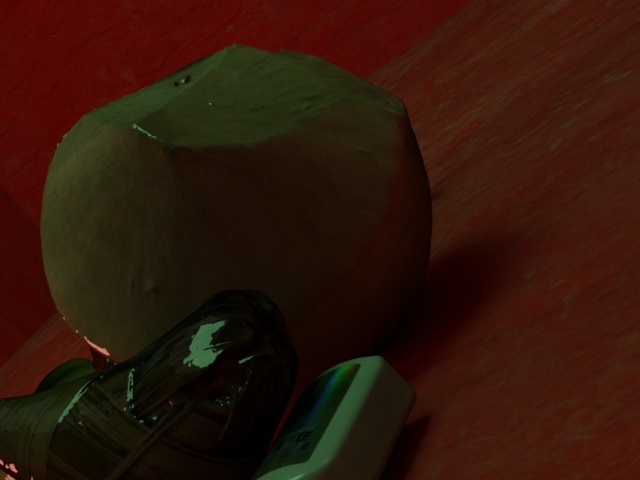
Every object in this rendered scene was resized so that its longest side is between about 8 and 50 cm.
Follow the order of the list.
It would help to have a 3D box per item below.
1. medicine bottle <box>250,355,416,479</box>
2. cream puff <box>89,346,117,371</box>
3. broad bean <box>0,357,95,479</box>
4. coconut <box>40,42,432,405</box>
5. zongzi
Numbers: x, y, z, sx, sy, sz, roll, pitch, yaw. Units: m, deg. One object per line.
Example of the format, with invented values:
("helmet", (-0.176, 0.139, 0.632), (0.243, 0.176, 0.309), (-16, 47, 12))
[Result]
("medicine bottle", (-0.006, 0.192, 1.028), (0.121, 0.083, 0.229), (-37, 12, 34))
("cream puff", (-0.190, 0.170, 1.646), (0.169, 0.183, 0.183), (-17, 3, -18))
("broad bean", (-0.387, 0.273, 1.952), (0.238, 0.119, 0.291), (-38, 12, 17))
("coconut", (-0.077, -0.025, 1.305), (0.415, 0.344, 0.415), (-29, -31, -19))
("zongzi", (-0.181, 0.135, 1.132), (0.286, 0.288, 0.134), (-66, -8, 27))
